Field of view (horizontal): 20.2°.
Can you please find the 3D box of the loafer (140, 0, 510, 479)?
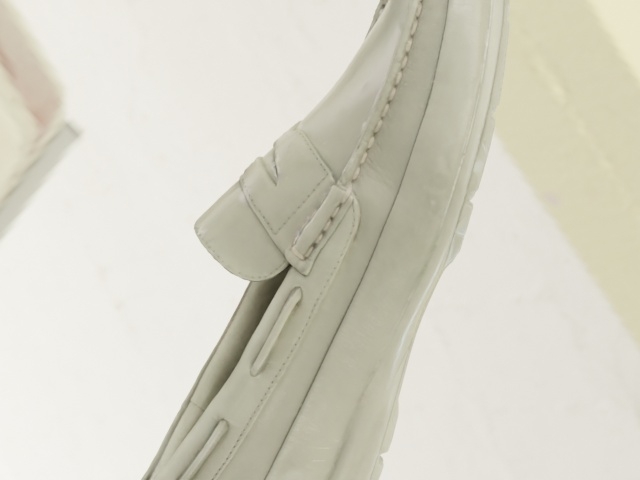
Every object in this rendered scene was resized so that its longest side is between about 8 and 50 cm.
[{"bbox_3d":[0.000,0.000,0.804,0.111,0.319,0.112,17,10,-6],"label":"loafer"}]
